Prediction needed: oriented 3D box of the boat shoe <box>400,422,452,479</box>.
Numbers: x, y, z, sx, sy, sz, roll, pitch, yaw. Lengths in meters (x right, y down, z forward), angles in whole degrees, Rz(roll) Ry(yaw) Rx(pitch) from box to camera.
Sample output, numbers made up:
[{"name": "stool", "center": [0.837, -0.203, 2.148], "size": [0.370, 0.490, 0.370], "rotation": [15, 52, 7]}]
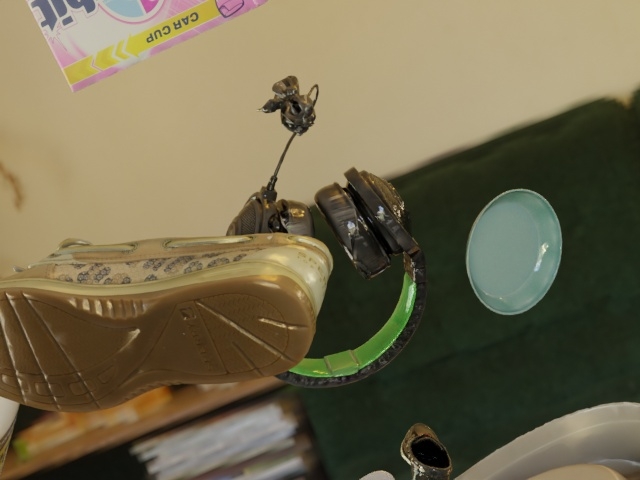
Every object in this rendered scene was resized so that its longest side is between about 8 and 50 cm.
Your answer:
[{"name": "boat shoe", "center": [0.111, 0.219, 1.619], "size": [0.048, 0.042, 0.133], "rotation": [10, 19, -4]}]

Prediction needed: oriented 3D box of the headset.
[{"name": "headset", "center": [0.000, 0.000, 1.861], "size": [0.243, 0.394, 0.185], "rotation": [-15, 22, -8]}]

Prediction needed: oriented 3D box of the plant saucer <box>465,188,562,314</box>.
[{"name": "plant saucer", "center": [0.177, 0.010, 1.491], "size": [0.119, 0.119, 0.021], "rotation": [-26, 22, -30]}]

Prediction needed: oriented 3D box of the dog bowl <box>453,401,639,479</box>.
[{"name": "dog bowl", "center": [0.132, 0.265, 1.093], "size": [0.348, 0.102, 0.349], "rotation": [-38, 10, 8]}]

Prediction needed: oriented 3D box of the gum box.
[{"name": "gum box", "center": [-0.117, -0.191, 1.116], "size": [0.188, 0.107, 0.062], "rotation": [-20, 12, 33]}]

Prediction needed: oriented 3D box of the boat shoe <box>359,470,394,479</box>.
[{"name": "boat shoe", "center": [0.032, 0.252, 1.437], "size": [0.100, 0.035, 0.035], "rotation": [-53, -12, -13]}]

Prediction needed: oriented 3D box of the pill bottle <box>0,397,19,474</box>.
[{"name": "pill bottle", "center": [-0.412, 0.177, 1.651], "size": [0.188, 0.188, 0.334], "rotation": [-26, -19, -28]}]

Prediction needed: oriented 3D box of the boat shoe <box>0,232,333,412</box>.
[{"name": "boat shoe", "center": [-0.129, 0.050, 1.087], "size": [0.285, 0.105, 0.089], "rotation": [-3, 31, 19]}]
